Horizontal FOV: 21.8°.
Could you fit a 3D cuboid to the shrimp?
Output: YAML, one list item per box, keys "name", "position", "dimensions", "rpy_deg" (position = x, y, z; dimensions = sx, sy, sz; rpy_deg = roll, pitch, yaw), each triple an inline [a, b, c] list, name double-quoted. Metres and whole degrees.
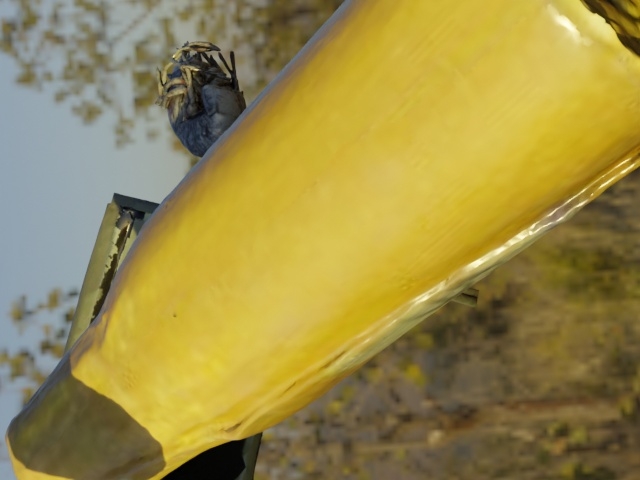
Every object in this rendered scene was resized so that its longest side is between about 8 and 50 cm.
- name: "shrimp"
  position: [-0.090, -0.114, 1.234]
  dimensions: [0.065, 0.057, 0.165]
  rpy_deg: [-57, 32, 29]

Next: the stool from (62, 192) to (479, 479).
- name: "stool"
  position: [-0.057, 0.114, 1.259]
  dimensions: [0.270, 0.170, 0.243]
  rpy_deg: [13, 87, 48]

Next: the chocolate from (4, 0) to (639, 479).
- name: "chocolate"
  position: [0.000, 0.000, 0.873]
  dimensions: [0.445, 0.162, 0.162]
  rpy_deg: [-43, 31, 27]
